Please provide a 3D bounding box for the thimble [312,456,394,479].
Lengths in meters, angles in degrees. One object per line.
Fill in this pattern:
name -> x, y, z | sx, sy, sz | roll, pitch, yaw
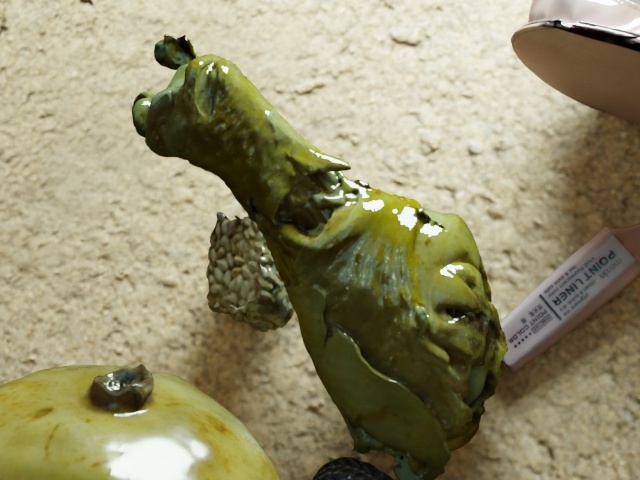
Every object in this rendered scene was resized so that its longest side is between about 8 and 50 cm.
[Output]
thimble -> 0.026, 0.241, 1.418 | 0.095, 0.104, 0.066 | 33, 49, -1

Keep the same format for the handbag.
handbag -> 0.277, -0.186, 1.419 | 0.205, 0.179, 0.116 | 19, 76, 16

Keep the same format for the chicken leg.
chicken leg -> 0.000, 0.000, 1.399 | 0.201, 0.153, 0.429 | -43, 99, 4

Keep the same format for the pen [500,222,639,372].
pen -> 0.231, 0.038, 1.452 | 0.197, 0.032, 0.053 | -42, 71, 4

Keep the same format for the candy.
candy -> -0.055, 0.024, 1.500 | 0.095, 0.085, 0.110 | -11, 68, 54

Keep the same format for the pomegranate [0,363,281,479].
pomegranate -> -0.183, 0.254, 1.352 | 0.332, 0.332, 0.333 | -3, 77, 13
